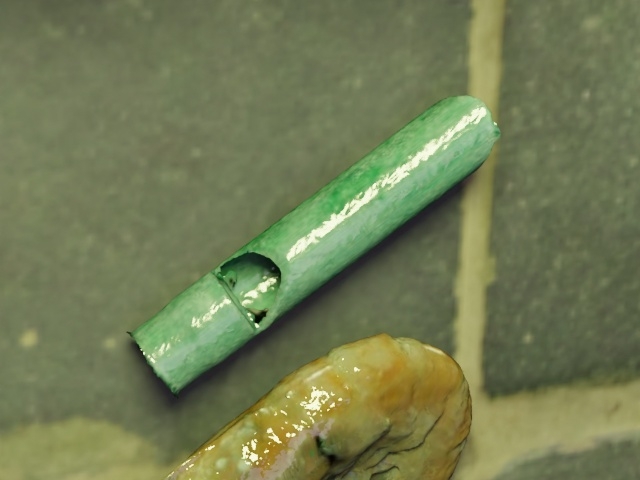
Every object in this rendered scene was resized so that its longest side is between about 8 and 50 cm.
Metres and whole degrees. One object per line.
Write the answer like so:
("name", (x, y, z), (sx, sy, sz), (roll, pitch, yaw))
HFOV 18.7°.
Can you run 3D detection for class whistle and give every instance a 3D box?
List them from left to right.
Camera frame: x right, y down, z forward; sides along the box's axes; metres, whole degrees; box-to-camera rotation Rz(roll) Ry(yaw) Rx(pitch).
("whistle", (0.000, 0.000, 0.862), (0.186, 0.039, 0.039), (-36, 119, -5))

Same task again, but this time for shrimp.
("shrimp", (-0.022, 0.129, 0.905), (0.223, 0.047, 0.126), (-33, 129, -8))
